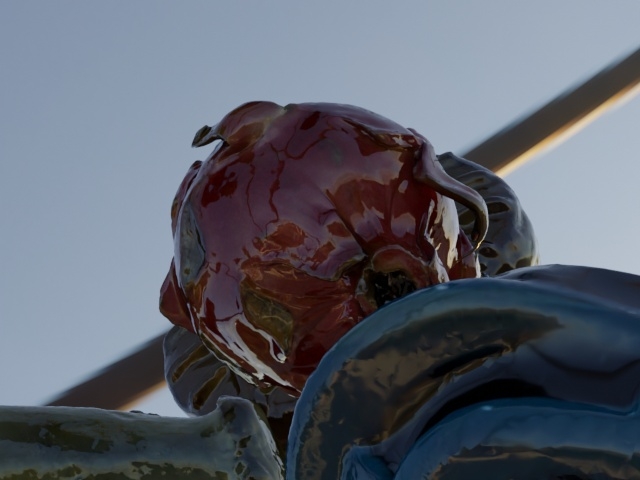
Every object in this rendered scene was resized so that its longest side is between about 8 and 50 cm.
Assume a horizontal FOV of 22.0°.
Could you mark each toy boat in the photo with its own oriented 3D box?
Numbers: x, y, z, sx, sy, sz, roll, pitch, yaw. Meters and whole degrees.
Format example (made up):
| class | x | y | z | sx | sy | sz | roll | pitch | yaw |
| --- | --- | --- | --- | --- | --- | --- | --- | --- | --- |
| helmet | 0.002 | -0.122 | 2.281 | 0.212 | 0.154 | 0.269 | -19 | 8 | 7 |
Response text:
| class | x | y | z | sx | sy | sz | roll | pitch | yaw |
| --- | --- | --- | --- | --- | --- | --- | --- | --- | --- |
| toy boat | 0.120 | 0.095 | 0.417 | 0.092 | 0.298 | 0.134 | -24 | -55 | -66 |

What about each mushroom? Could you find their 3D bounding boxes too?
| class | x | y | z | sx | sy | sz | roll | pitch | yaw |
| --- | --- | --- | --- | --- | --- | --- | --- | --- | --- |
| mushroom | -0.165 | 0.135 | 0.896 | 0.312 | 0.100 | 0.081 | 0 | -47 | -12 |

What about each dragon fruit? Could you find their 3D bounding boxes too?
| class | x | y | z | sx | sy | sz | roll | pitch | yaw |
| --- | --- | --- | --- | --- | --- | --- | --- | --- | --- |
| dragon fruit | 0.000 | 0.000 | 0.680 | 0.136 | 0.166 | 0.133 | -28 | -74 | -15 |

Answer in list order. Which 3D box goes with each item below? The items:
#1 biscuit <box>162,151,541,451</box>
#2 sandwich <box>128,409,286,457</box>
| class | x | y | z | sx | sy | sz | roll | pitch | yaw |
| --- | --- | --- | --- | --- | --- | --- | --- | --- | --- |
| biscuit | 0.022 | 0.051 | 1.343 | 0.332 | 0.332 | 0.103 | -32 | -62 | 3 |
| sandwich | -0.063 | 0.245 | 1.209 | 0.227 | 0.155 | 0.198 | 17 | -39 | -3 |
